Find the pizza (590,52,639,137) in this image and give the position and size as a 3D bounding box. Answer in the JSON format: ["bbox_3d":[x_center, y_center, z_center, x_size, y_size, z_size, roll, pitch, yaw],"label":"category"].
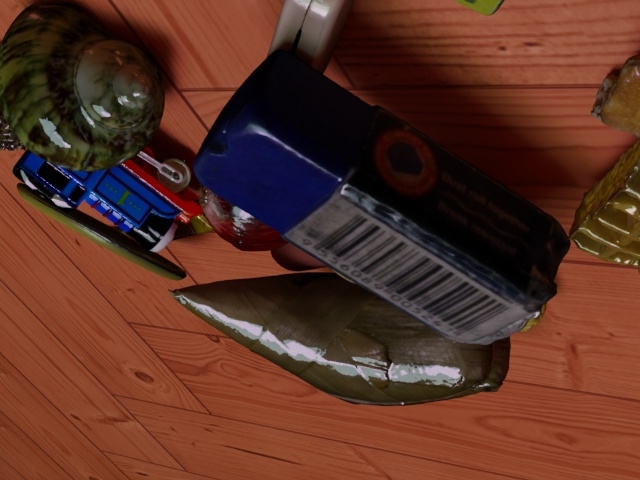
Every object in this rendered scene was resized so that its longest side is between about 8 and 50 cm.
[{"bbox_3d":[0.319,-0.112,1.077,0.134,0.056,0.271,43,154,-28],"label":"pizza"}]

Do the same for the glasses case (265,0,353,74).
[{"bbox_3d":[-0.008,-0.190,1.249,0.050,0.083,0.196,30,152,3],"label":"glasses case"}]

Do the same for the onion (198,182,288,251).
[{"bbox_3d":[-0.070,-0.052,1.505,0.131,0.131,0.131,24,152,14],"label":"onion"}]

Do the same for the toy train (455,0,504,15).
[{"bbox_3d":[0.089,-0.316,0.882,0.237,0.150,0.369,24,154,-5],"label":"toy train"}]

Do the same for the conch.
[{"bbox_3d":[-0.254,-0.162,1.486,0.181,0.124,0.187,-15,105,17],"label":"conch"}]

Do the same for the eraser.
[{"bbox_3d":[0.055,-0.029,1.281,0.332,0.101,0.155,32,146,-14],"label":"eraser"}]

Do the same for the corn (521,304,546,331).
[{"bbox_3d":[0.175,0.017,1.424,0.072,0.072,0.203,8,145,38],"label":"corn"}]

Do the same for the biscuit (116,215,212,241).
[{"bbox_3d":[-0.200,-0.015,1.799,0.048,0.026,0.292,47,151,-19],"label":"biscuit"}]

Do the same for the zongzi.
[{"bbox_3d":[0.024,0.095,1.540,0.300,0.145,0.274,20,165,-35],"label":"zongzi"}]

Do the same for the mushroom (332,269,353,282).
[{"bbox_3d":[0.062,-0.011,1.447,0.148,0.112,0.148,22,150,13],"label":"mushroom"}]

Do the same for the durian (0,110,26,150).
[{"bbox_3d":[-0.388,-0.161,1.672,0.148,0.091,0.188,-8,132,51],"label":"durian"}]

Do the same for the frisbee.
[{"bbox_3d":[-0.269,-0.009,1.732,0.236,0.017,0.236,29,180,0],"label":"frisbee"}]

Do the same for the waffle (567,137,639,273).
[{"bbox_3d":[0.341,-0.006,1.179,0.219,0.057,0.229,23,163,-1],"label":"waffle"}]

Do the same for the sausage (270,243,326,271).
[{"bbox_3d":[0.000,0.000,1.582,0.062,0.062,0.154,43,151,-23],"label":"sausage"}]

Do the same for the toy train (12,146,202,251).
[{"bbox_3d":[-0.238,-0.070,1.620,0.204,0.131,0.083,38,171,-16],"label":"toy train"}]
